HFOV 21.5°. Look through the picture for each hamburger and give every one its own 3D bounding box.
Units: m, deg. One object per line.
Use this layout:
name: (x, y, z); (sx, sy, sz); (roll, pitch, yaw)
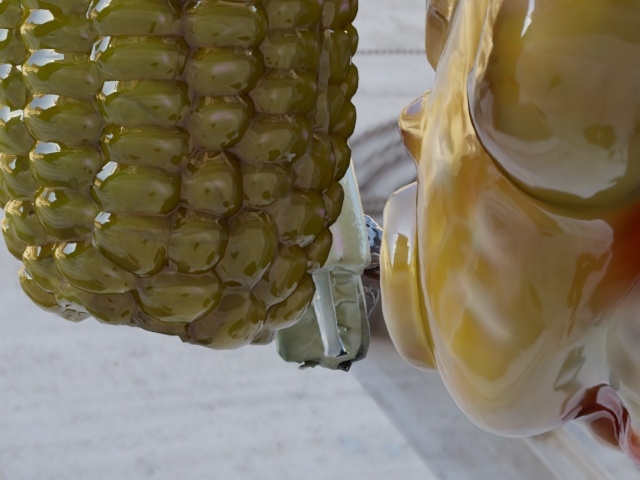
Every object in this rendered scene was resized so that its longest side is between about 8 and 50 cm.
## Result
hamburger: (0.119, -0.044, 0.518); (0.186, 0.303, 0.261); (18, -79, 4)

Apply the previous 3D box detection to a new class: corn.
corn: (-0.038, -0.127, 0.385); (0.106, 0.106, 0.305); (-5, -89, -27)

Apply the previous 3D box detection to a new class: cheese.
cheese: (-0.016, -0.054, 0.791); (0.049, 0.127, 0.235); (-10, -96, -3)

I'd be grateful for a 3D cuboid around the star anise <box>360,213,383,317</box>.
star anise: (0.002, -0.001, 1.007); (0.141, 0.141, 0.042); (39, -106, -40)
